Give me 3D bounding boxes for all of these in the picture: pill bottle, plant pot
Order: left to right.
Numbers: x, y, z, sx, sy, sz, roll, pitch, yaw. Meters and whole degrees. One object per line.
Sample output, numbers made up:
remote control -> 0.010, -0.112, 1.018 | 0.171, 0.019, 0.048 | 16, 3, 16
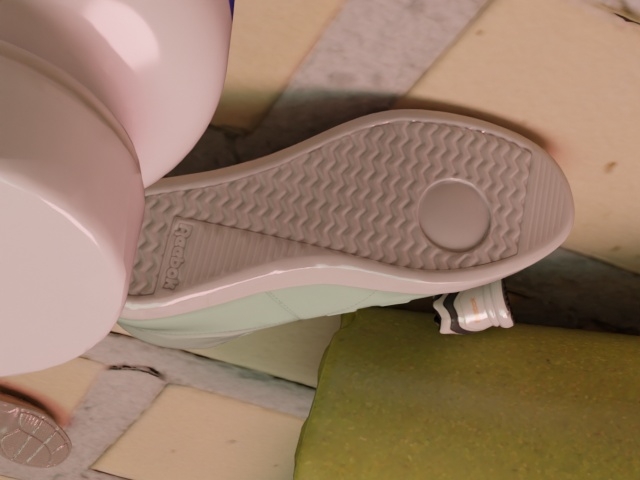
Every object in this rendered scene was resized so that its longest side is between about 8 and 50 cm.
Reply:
pill bottle -> -0.099, -0.103, 0.416 | 0.152, 0.272, 0.152 | 2, 145, 2
plant pot -> 0.113, 0.154, 0.815 | 0.254, 0.276, 0.276 | 14, 146, 6

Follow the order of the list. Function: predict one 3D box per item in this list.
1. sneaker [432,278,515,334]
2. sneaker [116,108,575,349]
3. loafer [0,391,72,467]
sneaker -> 0.082, 0.029, 0.761 | 0.044, 0.040, 0.109 | -16, -178, 7
sneaker -> -0.001, 0.000, 0.738 | 0.256, 0.094, 0.151 | -8, 169, -6
loafer -> -0.231, 0.124, 0.976 | 0.045, 0.039, 0.125 | -48, 131, 9
